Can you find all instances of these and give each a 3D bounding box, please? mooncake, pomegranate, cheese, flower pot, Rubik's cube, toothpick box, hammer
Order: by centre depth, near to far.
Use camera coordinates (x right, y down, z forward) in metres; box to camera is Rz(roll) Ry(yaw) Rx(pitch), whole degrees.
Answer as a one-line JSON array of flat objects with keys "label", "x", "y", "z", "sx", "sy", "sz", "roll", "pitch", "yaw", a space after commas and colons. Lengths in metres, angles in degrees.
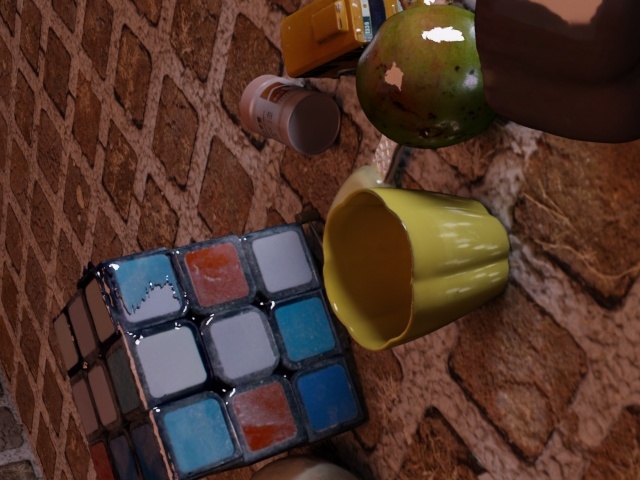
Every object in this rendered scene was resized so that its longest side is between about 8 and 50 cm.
[{"label": "mooncake", "x": 0.259, "y": -0.227, "z": 0.787, "sx": 0.154, "sy": 0.306, "sz": 0.306, "roll": 27, "pitch": 119, "yaw": 39}, {"label": "pomegranate", "x": 0.129, "y": -0.220, "z": 1.105, "sx": 0.181, "sy": 0.181, "sz": 0.224, "roll": -41, "pitch": 47, "yaw": 53}, {"label": "flower pot", "x": 0.125, "y": 0.025, "z": 1.137, "sx": 0.195, "sy": 0.179, "sz": 0.195, "roll": 21, "pitch": 115, "yaw": 55}, {"label": "cheese", "x": 0.078, "y": -0.084, "z": 1.312, "sx": 0.127, "sy": 0.049, "sz": 0.235, "roll": 55, "pitch": 137, "yaw": 41}, {"label": "toothpick box", "x": -0.048, "y": -0.196, "z": 1.444, "sx": 0.149, "sy": 0.098, "sz": 0.098, "roll": 30, "pitch": 121, "yaw": 50}, {"label": "hammer", "x": 0.000, "y": 0.000, "z": 1.476, "sx": 0.110, "sy": 0.035, "sz": 0.019, "roll": 60, "pitch": 144, "yaw": 18}, {"label": "Rubik's cube", "x": -0.188, "y": 0.201, "z": 1.496, "sx": 0.362, "sy": 0.359, "sz": 0.363, "roll": -35, "pitch": 75, "yaw": 54}]

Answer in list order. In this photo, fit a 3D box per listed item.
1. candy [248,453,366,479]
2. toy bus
[{"label": "candy", "x": -0.027, "y": 0.538, "z": 1.489, "sx": 0.427, "sy": 0.186, "sz": 0.386, "roll": -27, "pitch": 77, "yaw": 61}, {"label": "toy bus", "x": 0.034, "y": -0.290, "z": 1.281, "sx": 0.201, "sy": 0.114, "sz": 0.098, "roll": -9, "pitch": 89, "yaw": 58}]
